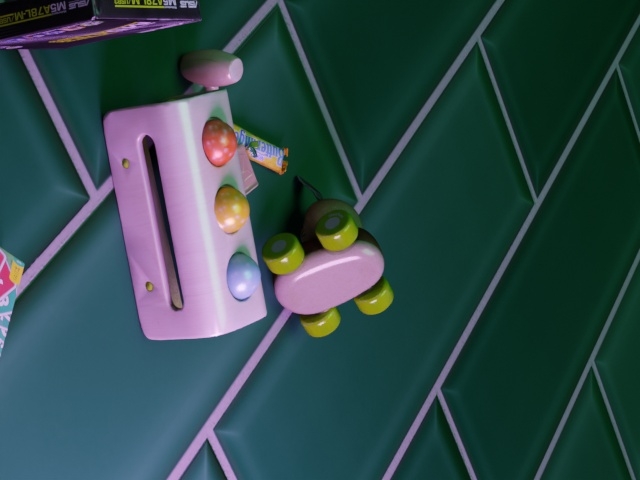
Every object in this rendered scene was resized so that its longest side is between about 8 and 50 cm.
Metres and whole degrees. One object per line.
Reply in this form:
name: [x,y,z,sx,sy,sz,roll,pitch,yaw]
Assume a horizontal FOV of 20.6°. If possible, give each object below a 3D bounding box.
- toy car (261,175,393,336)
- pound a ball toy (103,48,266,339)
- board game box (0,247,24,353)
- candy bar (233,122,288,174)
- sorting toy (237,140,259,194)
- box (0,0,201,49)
toy car: [0.000,0.000,2.315,0.188,0.149,0.155,-104,168,-49]
pound a ball toy: [-0.127,-0.063,2.069,0.208,0.135,0.319,-21,104,-58]
board game box: [-0.372,0.114,1.740,0.124,0.039,0.259,40,55,-48]
candy bar: [-0.089,-0.122,2.251,0.161,0.018,0.040,25,65,-54]
sorting toy: [-0.100,-0.090,2.214,0.083,0.012,0.062,-41,122,-33]
box: [-0.253,-0.232,1.834,0.184,0.190,0.045,-7,90,-60]
